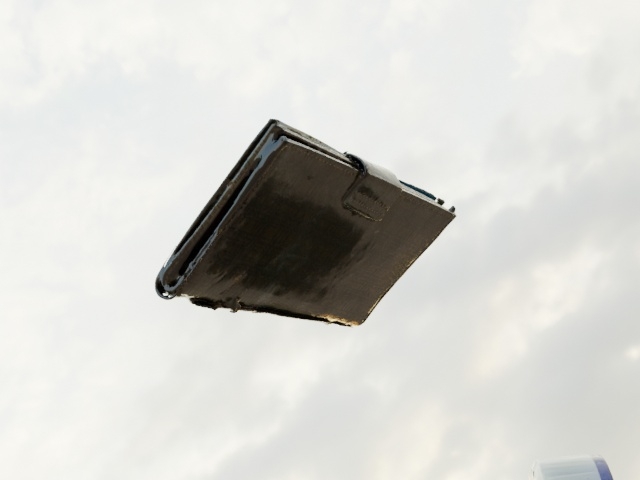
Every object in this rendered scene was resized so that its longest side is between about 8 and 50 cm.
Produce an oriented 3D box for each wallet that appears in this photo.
[{"bbox_3d":[-0.001,0.000,0.912,0.169,0.044,0.317,-53,-30,13],"label":"wallet"}]

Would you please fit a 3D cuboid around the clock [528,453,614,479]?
[{"bbox_3d":[0.272,0.344,1.091,0.083,0.230,0.230,-3,-39,5],"label":"clock"}]
